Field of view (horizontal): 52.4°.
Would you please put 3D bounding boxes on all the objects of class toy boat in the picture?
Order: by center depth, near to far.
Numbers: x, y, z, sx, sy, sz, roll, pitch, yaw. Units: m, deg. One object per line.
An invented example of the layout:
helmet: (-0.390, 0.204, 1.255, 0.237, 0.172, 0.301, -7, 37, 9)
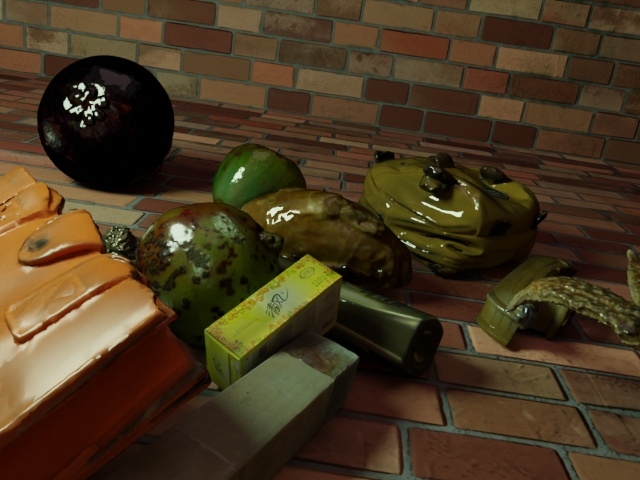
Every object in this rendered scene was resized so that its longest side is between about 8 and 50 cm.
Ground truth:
toy boat: (0.369, 0.095, 1.087, 0.121, 0.089, 0.321, 30, 28, 27)

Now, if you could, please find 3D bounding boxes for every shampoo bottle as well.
shampoo bottle: (-0.001, 0.088, 0.945, 0.350, 0.084, 0.126, 20, -6, 32)

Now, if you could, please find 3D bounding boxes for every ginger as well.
ginger: (0.000, 0.000, 1.096, 0.321, 0.172, 0.165, 17, 61, 14)

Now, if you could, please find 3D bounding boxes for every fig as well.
fig: (-0.132, -0.111, 1.346, 0.191, 0.181, 0.181, -35, 41, -29)

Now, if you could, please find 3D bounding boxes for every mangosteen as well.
mangosteen: (-0.466, -0.268, 1.454, 0.297, 0.296, 0.313, 10, 23, 3)

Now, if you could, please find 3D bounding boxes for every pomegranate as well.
pomegranate: (-0.166, 0.045, 0.880, 0.246, 0.198, 0.198, -11, 2, 43)

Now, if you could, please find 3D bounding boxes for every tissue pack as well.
tissue pack: (-0.054, 0.104, 0.787, 0.062, 0.095, 0.176, 31, 49, 26)

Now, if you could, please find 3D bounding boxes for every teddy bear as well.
teddy bear: (-0.361, 0.014, 0.962, 0.251, 0.129, 0.182, 23, 30, -45)

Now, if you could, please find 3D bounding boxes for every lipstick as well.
lipstick: (-0.081, 0.196, 0.631, 0.080, 0.076, 0.371, 26, 25, 21)

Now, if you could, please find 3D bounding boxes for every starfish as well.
starfish: (0.431, 0.158, 0.823, 0.384, 0.132, 0.398, -5, 39, -49)

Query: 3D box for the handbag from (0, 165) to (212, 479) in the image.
handbag: (-0.315, 0.088, 0.594, 0.303, 0.116, 0.410, -39, 40, -18)

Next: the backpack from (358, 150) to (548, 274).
backpack: (0.254, -0.075, 1.346, 0.378, 0.201, 0.354, 27, 22, 35)
